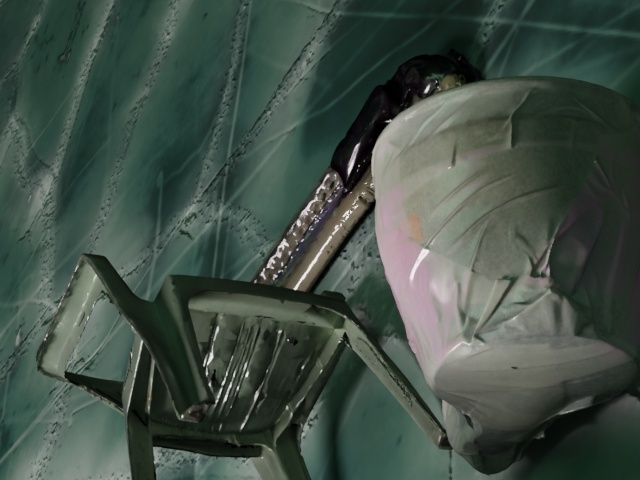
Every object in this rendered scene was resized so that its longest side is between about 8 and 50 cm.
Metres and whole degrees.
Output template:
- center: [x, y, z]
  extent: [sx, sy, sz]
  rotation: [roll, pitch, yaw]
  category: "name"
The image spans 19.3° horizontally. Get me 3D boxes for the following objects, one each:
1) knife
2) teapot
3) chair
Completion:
- center: [-0.005, -0.003, 1.412]
  extent: [0.365, 0.043, 0.089]
  rotation: [-53, 28, 25]
  category: "knife"
- center: [0.096, 0.024, 1.075]
  extent: [0.221, 0.163, 0.178]
  rotation: [-34, 47, 46]
  category: "teapot"
- center: [-0.071, 0.110, 1.272]
  extent: [0.190, 0.203, 0.274]
  rotation: [-66, 29, 25]
  category: "chair"
